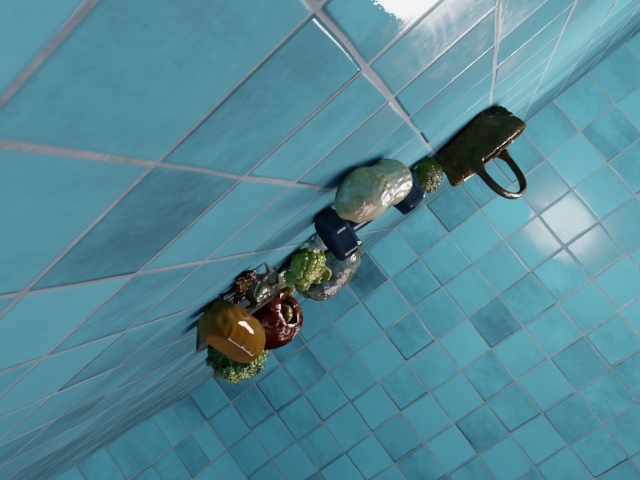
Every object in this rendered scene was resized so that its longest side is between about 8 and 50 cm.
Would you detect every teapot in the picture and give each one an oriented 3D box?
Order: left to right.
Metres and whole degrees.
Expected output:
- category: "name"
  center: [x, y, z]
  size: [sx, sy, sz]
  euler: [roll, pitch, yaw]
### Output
- category: "teapot"
  center: [0.000, 0.000, 1.864]
  size: [0.064, 0.064, 0.083]
  euler: [-34, -152, 39]

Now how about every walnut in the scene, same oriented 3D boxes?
- category: "walnut"
  center: [-0.191, 0.278, 2.160]
  size: [0.221, 0.244, 0.269]
  euler: [20, 144, -35]

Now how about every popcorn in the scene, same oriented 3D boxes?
- category: "popcorn"
  center: [-0.044, 0.089, 1.904]
  size: [0.162, 0.136, 0.141]
  euler: [-11, -155, 22]

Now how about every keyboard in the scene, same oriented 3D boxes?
- category: "keyboard"
  center: [-0.042, 0.046, 2.064]
  size: [0.101, 0.018, 0.309]
  euler: [-43, 171, 36]

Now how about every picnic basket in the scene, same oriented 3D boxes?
- category: "picnic basket"
  center: [0.629, -0.282, 2.095]
  size: [0.293, 0.337, 0.337]
  euler: [-28, 168, -50]

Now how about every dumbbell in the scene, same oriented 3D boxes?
- category: "dumbbell"
  center: [0.140, -0.085, 1.643]
  size: [0.316, 0.144, 0.156]
  euler: [-36, 172, -11]

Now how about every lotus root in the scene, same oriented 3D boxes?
- category: "lotus root"
  center: [0.054, 0.126, 2.426]
  size: [0.349, 0.175, 0.175]
  euler: [-42, 172, -1]

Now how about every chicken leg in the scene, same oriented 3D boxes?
- category: "chicken leg"
  center: [-0.227, 0.124, 1.616]
  size: [0.062, 0.038, 0.145]
  euler: [2, 145, -43]

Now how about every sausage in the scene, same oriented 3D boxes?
- category: "sausage"
  center: [-0.261, 0.268, 1.706]
  size: [0.120, 0.136, 0.241]
  euler: [-19, 140, 31]

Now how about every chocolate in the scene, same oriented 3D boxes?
- category: "chocolate"
  center: [0.135, -0.131, 1.441]
  size: [0.134, 0.134, 0.309]
  euler: [-44, 174, 38]

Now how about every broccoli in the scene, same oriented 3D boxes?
- category: "broccoli"
  center: [-0.354, 0.493, 2.469]
  size: [0.288, 0.235, 0.260]
  euler: [-34, 172, 4]
- category: "broccoli"
  center: [0.368, -0.227, 2.010]
  size: [0.120, 0.130, 0.131]
  euler: [3, -131, 29]

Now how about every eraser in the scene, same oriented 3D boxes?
- category: "eraser"
  center: [-0.267, 0.219, 1.851]
  size: [0.352, 0.077, 0.111]
  euler: [-35, 175, -25]

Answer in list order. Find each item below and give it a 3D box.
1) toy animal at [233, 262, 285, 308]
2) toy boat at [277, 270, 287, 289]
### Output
- category: "toy animal"
  center: [-0.201, 0.156, 1.690]
  size: [0.179, 0.089, 0.188]
  euler: [-35, -165, 17]
- category: "toy boat"
  center: [-0.096, 0.119, 2.110]
  size: [0.093, 0.055, 0.293]
  euler: [-40, 172, 32]
